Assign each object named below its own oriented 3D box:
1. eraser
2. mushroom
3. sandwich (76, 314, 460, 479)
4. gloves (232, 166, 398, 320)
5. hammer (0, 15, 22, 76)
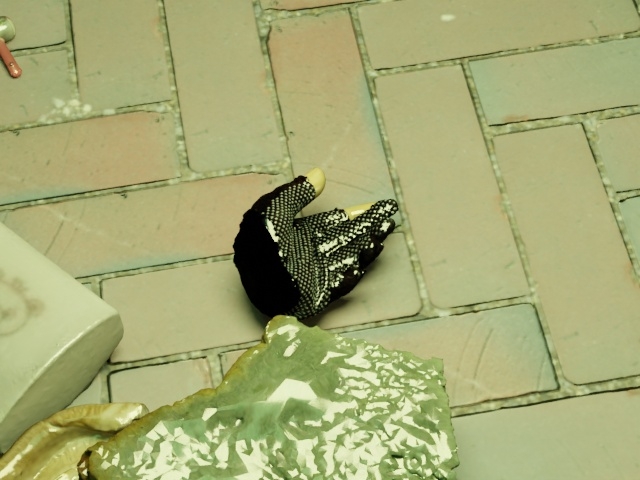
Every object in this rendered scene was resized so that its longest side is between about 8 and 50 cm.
[{"bbox_3d":[-0.349,0.068,1.488,0.270,0.095,0.174,34,65,24],"label":"eraser"},{"bbox_3d":[-0.252,0.218,1.388,0.094,0.072,0.210,35,59,21],"label":"mushroom"},{"bbox_3d":[-0.015,0.214,1.348,0.325,0.131,0.262,-35,59,-22],"label":"sandwich"},{"bbox_3d":[0.000,0.003,1.532,0.129,0.106,0.180,42,37,25],"label":"gloves"},{"bbox_3d":[-0.368,-0.221,1.734,0.052,0.031,0.083,-27,69,-13],"label":"hammer"}]
